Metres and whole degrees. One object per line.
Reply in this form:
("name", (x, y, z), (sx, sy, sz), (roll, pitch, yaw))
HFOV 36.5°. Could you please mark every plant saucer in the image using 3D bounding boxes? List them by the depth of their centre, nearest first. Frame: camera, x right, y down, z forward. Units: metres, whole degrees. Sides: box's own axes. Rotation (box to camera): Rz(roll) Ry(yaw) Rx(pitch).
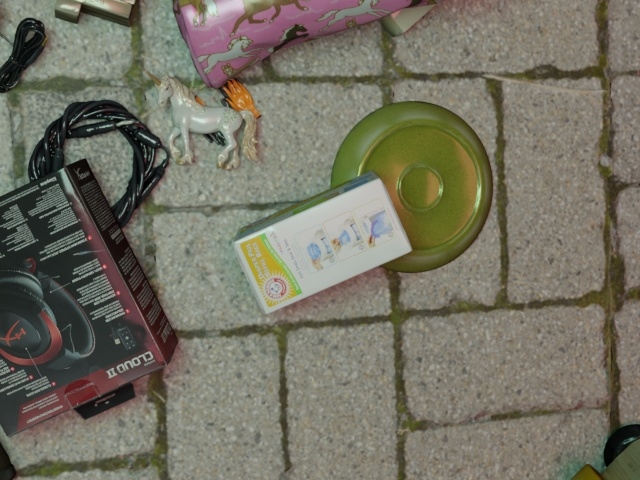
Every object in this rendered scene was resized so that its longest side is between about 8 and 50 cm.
("plant saucer", (0.134, -0.073, 1.338), (0.241, 0.037, 0.241), (-1, 94, -15))

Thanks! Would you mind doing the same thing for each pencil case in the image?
("pencil case", (0.012, -0.318, 1.184), (0.386, 0.167, 0.160), (-19, 117, 4))

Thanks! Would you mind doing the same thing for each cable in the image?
("cable", (-0.291, -0.086, 1.222), (0.150, 0.047, 0.184), (41, 85, -15))

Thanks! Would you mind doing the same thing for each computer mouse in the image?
("computer mouse", (-0.422, -0.270, 1.151), (0.193, 0.042, 0.106), (40, 119, -18))

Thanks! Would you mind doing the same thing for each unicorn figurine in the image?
("unicorn figurine", (-0.158, -0.151, 1.245), (0.162, 0.060, 0.111), (4, 95, -24))

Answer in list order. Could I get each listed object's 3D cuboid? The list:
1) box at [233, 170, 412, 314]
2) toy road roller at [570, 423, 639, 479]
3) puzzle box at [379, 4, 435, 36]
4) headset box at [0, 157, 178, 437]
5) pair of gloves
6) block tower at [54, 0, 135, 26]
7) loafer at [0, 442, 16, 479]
("box", (0.000, 0.000, 1.249), (0.203, 0.114, 0.103), (-24, 99, 2))
("toy road roller", (0.487, 0.448, 1.387), (0.329, 0.202, 0.240), (44, 95, -8))
("puzzle box", (0.167, -0.509, 1.309), (0.409, 0.052, 0.272), (-42, 102, -8))
("headset box", (-0.323, 0.080, 1.170), (0.218, 0.110, 0.293), (-25, 100, 4))
("pair of gloves", (-0.128, -0.171, 1.278), (0.083, 0.010, 0.074), (-37, 102, -8))
("block tower", (-0.240, -0.427, 1.190), (0.097, 0.091, 0.335), (16, 91, -14))
("loafer", (-0.492, 0.283, 1.188), (0.220, 0.080, 0.078), (-10, 87, -19))
